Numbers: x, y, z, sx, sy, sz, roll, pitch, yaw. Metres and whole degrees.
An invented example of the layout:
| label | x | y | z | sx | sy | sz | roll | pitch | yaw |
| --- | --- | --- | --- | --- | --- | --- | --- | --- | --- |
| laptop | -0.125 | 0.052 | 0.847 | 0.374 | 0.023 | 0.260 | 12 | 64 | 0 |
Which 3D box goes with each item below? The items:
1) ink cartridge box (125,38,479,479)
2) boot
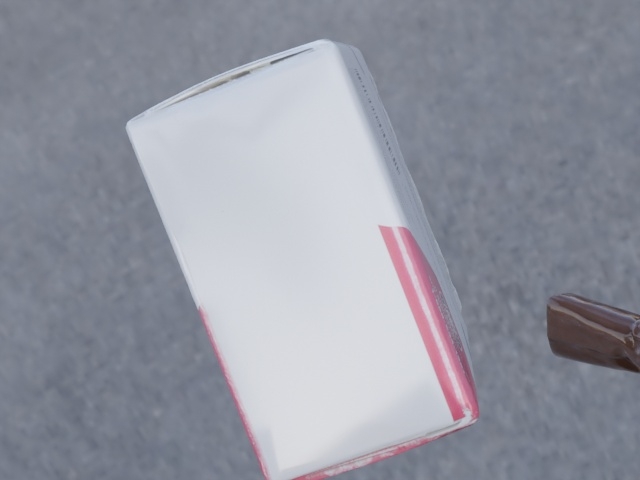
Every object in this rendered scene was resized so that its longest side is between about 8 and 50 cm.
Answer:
| label | x | y | z | sx | sy | sz | roll | pitch | yaw |
| --- | --- | --- | --- | --- | --- | --- | --- | --- | --- |
| ink cartridge box | 0.000 | 0.000 | 0.748 | 0.092 | 0.158 | 0.218 | -21 | 4 | 7 |
| boot | 0.162 | 0.042 | 0.925 | 0.114 | 0.106 | 0.037 | 21 | 57 | 37 |
